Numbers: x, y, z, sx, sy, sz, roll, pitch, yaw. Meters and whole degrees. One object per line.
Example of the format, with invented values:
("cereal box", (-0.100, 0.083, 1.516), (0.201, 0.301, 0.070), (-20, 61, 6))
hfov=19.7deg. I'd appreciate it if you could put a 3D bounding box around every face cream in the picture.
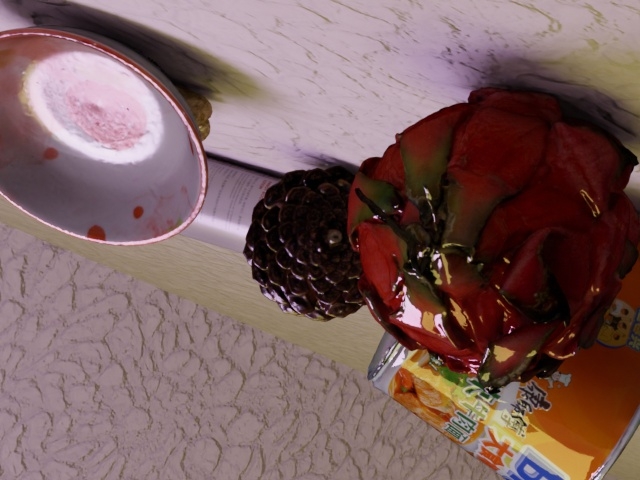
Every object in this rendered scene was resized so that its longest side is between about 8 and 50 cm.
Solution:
("face cream", (-0.063, -0.027, 2.086), (0.214, 0.096, 0.096), (17, 171, 15))

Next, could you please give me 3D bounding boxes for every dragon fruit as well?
("dragon fruit", (0.126, -0.012, 1.363), (0.233, 0.234, 0.293), (17, 176, 15))

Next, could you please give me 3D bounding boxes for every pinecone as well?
("pinecone", (-0.001, 0.007, 1.937), (0.163, 0.163, 0.165), (19, 171, -1))

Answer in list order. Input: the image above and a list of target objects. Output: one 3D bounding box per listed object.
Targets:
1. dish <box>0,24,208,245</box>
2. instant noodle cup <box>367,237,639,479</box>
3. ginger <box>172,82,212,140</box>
("dish", (-0.212, -0.116, 1.715), (0.260, 0.085, 0.260), (14, 138, 13))
("instant noodle cup", (0.188, 0.078, 1.676), (0.214, 0.296, 0.296), (30, 171, 0))
("ginger", (-0.196, -0.122, 1.817), (0.205, 0.081, 0.115), (16, 162, 19))
